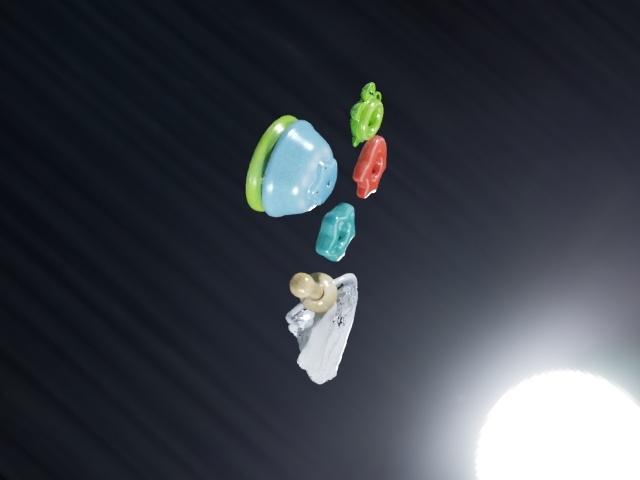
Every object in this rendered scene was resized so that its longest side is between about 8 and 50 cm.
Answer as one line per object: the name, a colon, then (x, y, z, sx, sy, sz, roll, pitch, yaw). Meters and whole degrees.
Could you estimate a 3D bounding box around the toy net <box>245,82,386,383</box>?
toy net: (0.000, 0.000, 1.125, 0.122, 0.045, 0.232, -50, 152, -40)
